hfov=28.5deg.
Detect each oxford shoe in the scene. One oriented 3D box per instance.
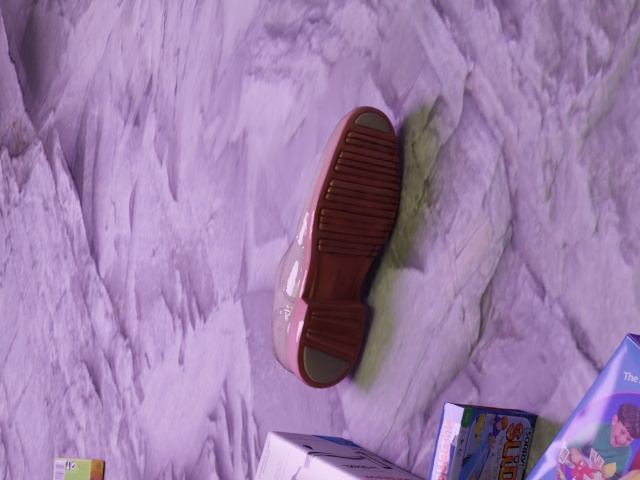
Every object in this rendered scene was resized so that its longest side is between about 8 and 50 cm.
[{"bbox_3d":[0.000,0.000,1.780,0.146,0.140,0.397,17,92,55],"label":"oxford shoe"}]

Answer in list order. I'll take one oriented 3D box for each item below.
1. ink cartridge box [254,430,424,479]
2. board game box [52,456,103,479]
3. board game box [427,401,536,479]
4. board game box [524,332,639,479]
[{"bbox_3d":[0.035,0.325,1.654,0.203,0.148,0.085,18,92,47],"label":"ink cartridge box"},{"bbox_3d":[-0.435,0.514,2.210,0.124,0.039,0.259,-8,73,47],"label":"board game box"},{"bbox_3d":[0.184,0.298,1.507,0.035,0.136,0.201,12,91,49],"label":"board game box"},{"bbox_3d":[0.392,0.296,1.322,0.347,0.078,0.233,49,117,42],"label":"board game box"}]
